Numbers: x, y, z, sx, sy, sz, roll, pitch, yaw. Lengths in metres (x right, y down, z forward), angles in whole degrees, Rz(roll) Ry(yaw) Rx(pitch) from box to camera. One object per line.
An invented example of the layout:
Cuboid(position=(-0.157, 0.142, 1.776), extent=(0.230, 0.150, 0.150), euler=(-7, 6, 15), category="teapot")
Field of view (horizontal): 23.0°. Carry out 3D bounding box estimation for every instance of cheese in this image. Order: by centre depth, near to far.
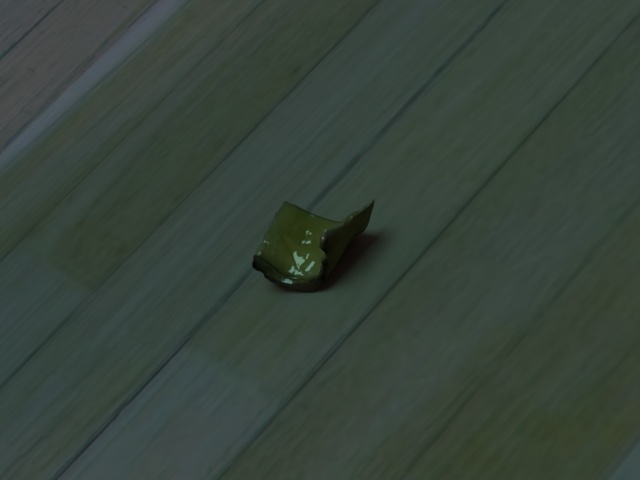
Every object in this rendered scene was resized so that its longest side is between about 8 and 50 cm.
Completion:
Cuboid(position=(0.001, 0.001, 1.072), extent=(0.084, 0.041, 0.060), euler=(-12, 36, 42), category="cheese")
